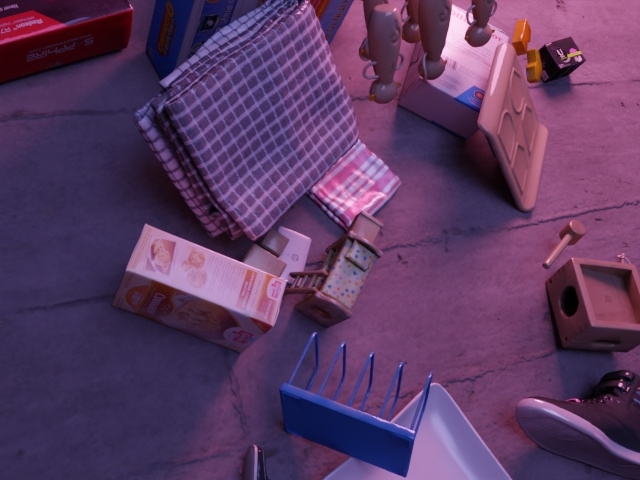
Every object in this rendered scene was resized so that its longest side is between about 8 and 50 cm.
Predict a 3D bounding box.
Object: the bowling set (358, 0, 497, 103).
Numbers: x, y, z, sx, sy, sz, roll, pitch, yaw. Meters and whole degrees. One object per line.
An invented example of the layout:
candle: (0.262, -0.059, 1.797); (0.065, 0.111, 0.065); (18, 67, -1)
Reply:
bowling set: (0.138, -0.358, 1.170); (0.287, 0.154, 0.200); (-25, 44, -25)

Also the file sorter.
file sorter: (0.049, 0.205, 0.909); (0.170, 0.118, 0.104); (18, 54, 15)

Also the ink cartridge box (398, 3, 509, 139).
ink cartridge box: (0.242, -0.308, 1.279); (0.148, 0.086, 0.203); (25, 60, -11)

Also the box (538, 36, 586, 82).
box: (0.477, -0.363, 1.429); (0.083, 0.052, 0.062); (-22, 78, -29)

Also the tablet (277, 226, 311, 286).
tablet: (-0.046, 0.023, 1.049); (0.054, 0.006, 0.083); (22, 61, -14)

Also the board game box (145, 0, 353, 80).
board game box: (-0.079, -0.371, 1.036); (0.302, 0.308, 0.086); (-23, 75, -31)

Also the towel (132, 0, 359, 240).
towel: (-0.082, -0.162, 0.961); (0.283, 0.121, 0.235); (-47, 132, -25)

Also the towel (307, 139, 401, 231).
towel: (0.025, -0.119, 1.132); (0.197, 0.029, 0.144); (44, 58, 0)

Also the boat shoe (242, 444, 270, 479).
boat shoe: (-0.074, 0.318, 0.880); (0.038, 0.046, 0.125); (6, 68, -21)

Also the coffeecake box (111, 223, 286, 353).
coffeecake box: (-0.156, 0.067, 0.900); (0.185, 0.142, 0.068); (23, 61, -13)

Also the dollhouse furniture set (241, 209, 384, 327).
dollhouse furniture set: (0.000, 0.000, 1.008); (0.161, 0.101, 0.182); (33, 65, -10)

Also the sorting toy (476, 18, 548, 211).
sorting toy: (0.350, -0.234, 1.275); (0.229, 0.041, 0.307); (49, 49, -40)

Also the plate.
plate: (0.144, 0.378, 0.951); (0.278, 0.045, 0.277); (-33, 82, -31)

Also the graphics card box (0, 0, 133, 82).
graphics card box: (-0.462, -0.416, 1.013); (0.233, 0.094, 0.371); (-28, 80, -31)

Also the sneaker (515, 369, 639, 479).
sneaker: (0.421, 0.259, 1.099); (0.296, 0.104, 0.147); (25, 58, -19)

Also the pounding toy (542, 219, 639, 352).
pounding toy: (0.432, 0.074, 1.194); (0.181, 0.094, 0.206); (6, 56, -16)

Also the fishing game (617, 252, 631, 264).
fishing game: (0.654, 0.133, 1.292); (0.264, 0.041, 0.189); (15, 62, -8)
